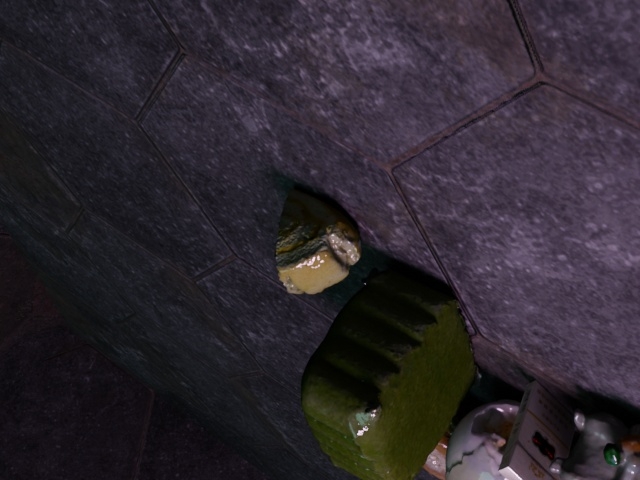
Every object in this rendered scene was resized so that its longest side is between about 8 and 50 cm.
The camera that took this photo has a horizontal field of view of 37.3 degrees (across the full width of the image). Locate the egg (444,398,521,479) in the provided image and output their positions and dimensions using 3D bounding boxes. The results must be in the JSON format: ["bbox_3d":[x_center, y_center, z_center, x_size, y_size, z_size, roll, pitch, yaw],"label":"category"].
[{"bbox_3d":[0.275,0.346,1.425,0.183,0.183,0.217,30,140,24],"label":"egg"}]

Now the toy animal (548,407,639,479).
[{"bbox_3d":[0.432,0.302,1.206,0.251,0.127,0.125,19,112,37],"label":"toy animal"}]

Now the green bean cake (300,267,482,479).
[{"bbox_3d":[0.096,0.201,1.354,0.156,0.250,0.247,23,153,34],"label":"green bean cake"}]

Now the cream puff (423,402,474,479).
[{"bbox_3d":[0.212,0.323,1.581,0.150,0.115,0.165,25,145,18],"label":"cream puff"}]

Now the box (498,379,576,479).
[{"bbox_3d":[0.299,0.279,1.299,0.090,0.167,0.024,44,132,-9],"label":"box"}]

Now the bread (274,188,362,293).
[{"bbox_3d":[0.002,-0.005,1.335,0.110,0.156,0.103,-13,139,23],"label":"bread"}]
